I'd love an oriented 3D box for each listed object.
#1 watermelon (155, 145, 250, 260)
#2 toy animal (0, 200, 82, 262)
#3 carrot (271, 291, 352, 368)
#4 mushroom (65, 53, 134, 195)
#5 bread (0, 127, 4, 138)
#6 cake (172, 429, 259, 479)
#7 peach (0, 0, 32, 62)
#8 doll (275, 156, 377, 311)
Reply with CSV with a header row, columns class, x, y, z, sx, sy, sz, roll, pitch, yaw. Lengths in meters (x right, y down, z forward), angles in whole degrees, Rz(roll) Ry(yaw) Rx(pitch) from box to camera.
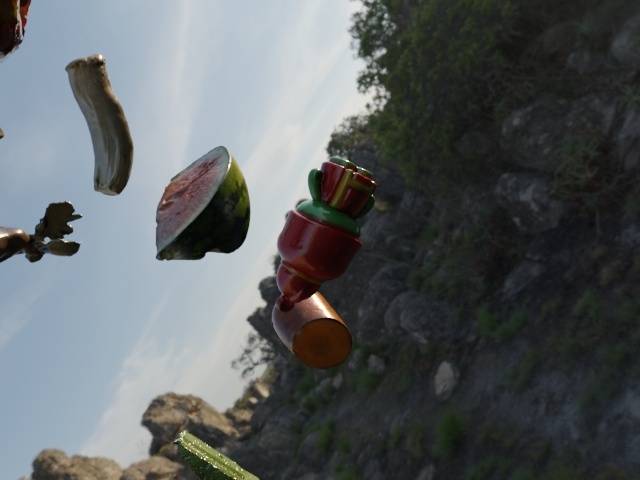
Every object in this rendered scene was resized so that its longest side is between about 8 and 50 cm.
class,x,y,z,sx,sy,sz,roll,pitch,yaw
watermelon,-0.176,-0.054,0.966,0.159,0.128,0.303,-36,29,9
toy animal,-0.473,0.009,0.861,0.186,0.094,0.214,-23,3,6
carrot,-0.059,0.259,1.865,0.193,0.214,0.331,-60,36,16
mushroom,-0.538,-0.284,1.405,0.095,0.351,0.122,-10,3,45
bread,-0.968,-0.307,1.551,0.152,0.147,0.127,57,-157,-46
cake,-0.247,0.545,1.380,0.099,0.235,0.100,-35,3,-2
peach,-0.623,-0.391,0.774,0.339,0.416,0.353,18,99,60
doll,0.000,-0.001,1.248,0.160,0.182,0.363,39,103,49
